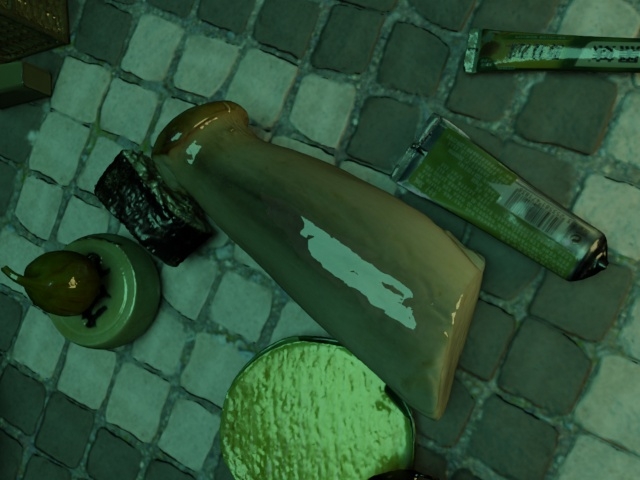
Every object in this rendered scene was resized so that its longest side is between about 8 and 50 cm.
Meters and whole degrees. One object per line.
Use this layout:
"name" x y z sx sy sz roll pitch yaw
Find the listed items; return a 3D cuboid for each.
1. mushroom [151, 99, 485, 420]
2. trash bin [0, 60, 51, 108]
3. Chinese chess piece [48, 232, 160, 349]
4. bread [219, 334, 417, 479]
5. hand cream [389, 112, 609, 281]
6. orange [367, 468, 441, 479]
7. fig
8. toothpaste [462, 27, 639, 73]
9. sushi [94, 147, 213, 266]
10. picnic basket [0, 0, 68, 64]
"mushroom" 0.007 -0.005 0.661 0.407 0.137 0.154 40 111 12
"trash bin" -0.415 -0.209 0.858 0.092 0.061 0.042 -7 85 16
"Chinese chess piece" -0.269 0.062 0.790 0.144 0.058 0.143 -1 86 20
"bread" -0.005 0.215 0.703 0.229 0.033 0.228 -1 88 18
"hand cream" 0.183 -0.039 0.647 0.235 0.055 0.086 38 97 25
"orange" 0.081 0.310 0.615 0.160 0.112 0.169 -16 101 2
"fig" -0.298 0.049 0.720 0.084 0.098 0.082 45 101 6
"toothpaste" 0.246 -0.185 0.637 0.204 0.031 0.049 9 90 22
"sushi" -0.196 -0.041 0.756 0.078 0.090 0.150 -46 72 7
"picnic basket" -0.445 -0.319 0.802 0.154 0.196 0.134 -7 85 20
